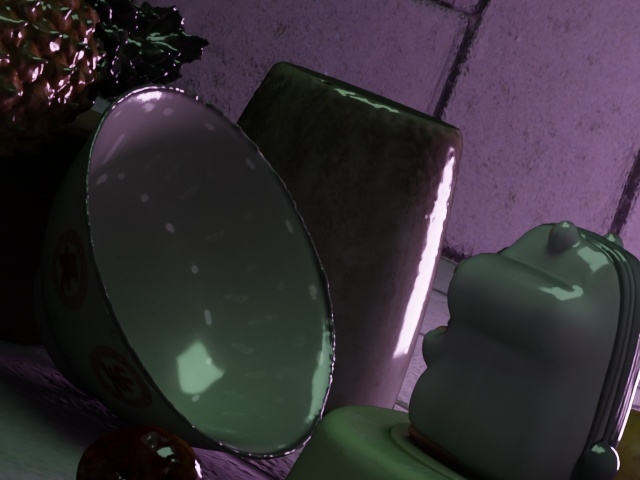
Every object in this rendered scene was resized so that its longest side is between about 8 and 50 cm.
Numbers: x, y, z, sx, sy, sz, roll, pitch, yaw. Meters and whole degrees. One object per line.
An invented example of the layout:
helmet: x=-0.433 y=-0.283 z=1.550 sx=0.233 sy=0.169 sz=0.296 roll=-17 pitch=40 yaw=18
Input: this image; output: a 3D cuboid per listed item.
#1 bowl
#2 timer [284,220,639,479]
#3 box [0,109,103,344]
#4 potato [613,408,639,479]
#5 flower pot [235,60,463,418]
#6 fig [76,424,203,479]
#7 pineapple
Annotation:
bowl: x=-0.145 y=0.046 z=1.534 sx=0.157 sy=0.337 sz=0.337 roll=-22 pitch=-17 yaw=28
timer: x=0.130 y=0.137 z=1.229 sx=0.290 sy=0.315 sz=0.291 roll=20 pitch=6 yaw=-2
box: x=-0.322 y=-0.042 z=1.693 sx=0.301 sy=0.216 sz=0.301 roll=23 pitch=6 yaw=-2
potato: x=0.313 y=0.235 z=1.774 sx=0.150 sy=0.146 sz=0.234 roll=64 pitch=-18 yaw=-11
flower pot: x=0.000 y=0.000 z=1.867 sx=0.293 sy=0.330 sz=0.293 roll=23 pitch=7 yaw=-3
fig: x=-0.115 y=0.178 z=1.213 sx=0.089 sy=0.089 sz=0.125 roll=24 pitch=-16 yaw=21
pineapple: x=-0.245 y=-0.152 z=1.483 sx=0.202 sy=0.202 sz=0.362 roll=26 pitch=18 yaw=35
